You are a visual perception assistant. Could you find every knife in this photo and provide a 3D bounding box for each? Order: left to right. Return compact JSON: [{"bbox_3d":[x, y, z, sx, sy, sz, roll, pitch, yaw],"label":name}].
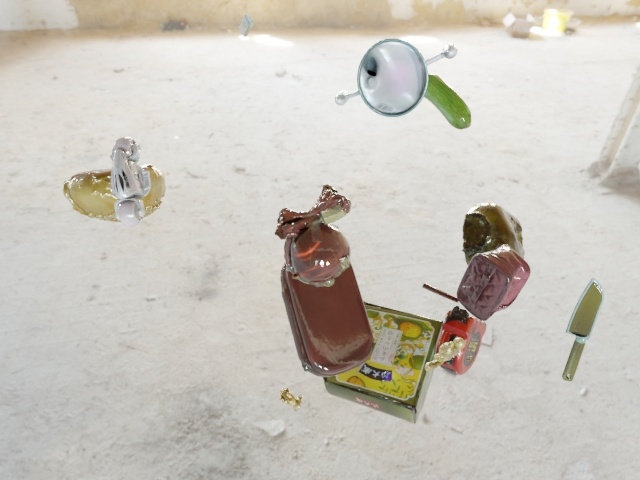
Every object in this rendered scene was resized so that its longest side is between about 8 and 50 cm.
[{"bbox_3d":[0.711,0.253,1.238,0.061,0.342,0.027,13,28,19],"label":"knife"}]

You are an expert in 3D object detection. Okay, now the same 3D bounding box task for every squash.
[{"bbox_3d":[0.355,-0.406,1.295,0.068,0.077,0.219,-35,72,-8],"label":"squash"}]

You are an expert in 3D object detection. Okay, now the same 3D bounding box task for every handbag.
[{"bbox_3d":[0.519,0.129,1.366,0.136,0.224,0.146,-16,49,-30],"label":"handbag"}]

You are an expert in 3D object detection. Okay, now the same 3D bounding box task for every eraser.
[{"bbox_3d":[-0.250,-0.722,1.512,0.019,0.038,0.083,-30,9,-23],"label":"eraser"}]

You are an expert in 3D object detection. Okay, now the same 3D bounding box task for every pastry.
[{"bbox_3d":[-0.684,-0.154,1.526,0.316,0.184,0.284,-12,14,-22],"label":"pastry"}]

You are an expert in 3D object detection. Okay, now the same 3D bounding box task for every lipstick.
[{"bbox_3d":[0.559,0.244,2.093,0.177,0.027,0.027,25,43,15],"label":"lipstick"}]

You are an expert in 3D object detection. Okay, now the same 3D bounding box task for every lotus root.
[{"bbox_3d":[0.599,-0.020,1.549,0.150,0.260,0.266,-5,67,37],"label":"lotus root"}]

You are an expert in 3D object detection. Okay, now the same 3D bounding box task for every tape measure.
[{"bbox_3d":[0.550,0.400,1.782,0.114,0.260,0.253,19,-2,38],"label":"tape measure"}]

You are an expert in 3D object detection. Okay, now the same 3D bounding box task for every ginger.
[{"bbox_3d":[0.427,0.382,1.530,0.176,0.193,0.052,5,47,-58],"label":"ginger"}]

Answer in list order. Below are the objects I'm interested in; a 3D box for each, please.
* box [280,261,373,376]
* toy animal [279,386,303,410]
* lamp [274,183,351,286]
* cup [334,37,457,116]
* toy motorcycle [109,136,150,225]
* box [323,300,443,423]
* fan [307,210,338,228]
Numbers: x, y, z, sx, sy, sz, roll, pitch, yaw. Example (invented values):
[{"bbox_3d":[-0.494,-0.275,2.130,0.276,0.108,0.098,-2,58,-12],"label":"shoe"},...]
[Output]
[{"bbox_3d":[0.020,0.219,1.428,0.263,0.108,0.403,-10,80,-26],"label":"box"},{"bbox_3d":[-0.101,0.560,1.589,0.060,0.083,0.081,-59,28,-9],"label":"toy animal"},{"bbox_3d":[0.003,0.008,1.080,0.215,0.223,0.151,-26,35,7],"label":"lamp"},{"bbox_3d":[0.174,-0.394,1.067,0.300,0.167,0.173,-17,22,20],"label":"cup"},{"bbox_3d":[-0.527,-0.165,1.219,0.113,0.112,0.254,-6,78,-9],"label":"toy motorcycle"},{"bbox_3d":[0.267,0.476,1.831,0.373,0.138,0.420,11,48,26],"label":"box"},{"bbox_3d":[0.004,-0.091,2.347,0.023,0.057,0.282,6,17,-39],"label":"fan"}]
